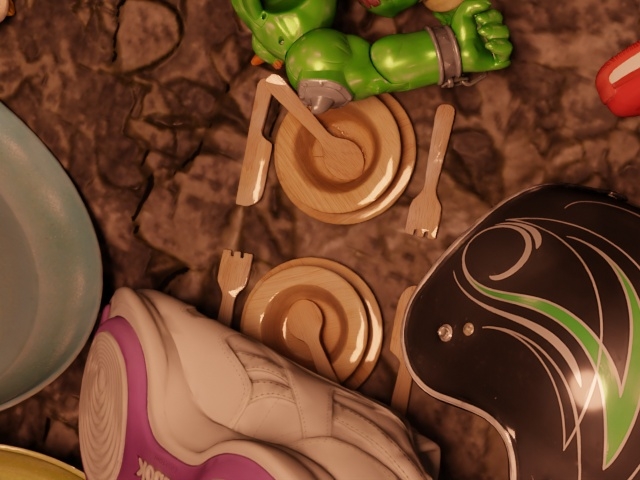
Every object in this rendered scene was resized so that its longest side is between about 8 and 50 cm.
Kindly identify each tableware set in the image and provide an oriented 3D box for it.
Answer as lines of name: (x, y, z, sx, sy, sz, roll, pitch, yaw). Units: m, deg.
tableware set: (0.000, 0.000, 0.777, 0.128, 0.039, 0.194, 10, 90, 16)

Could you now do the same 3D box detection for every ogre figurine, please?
ogre figurine: (0.004, -0.150, 0.748, 0.118, 0.097, 0.197, -31, 89, -14)

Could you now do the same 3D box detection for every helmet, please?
helmet: (0.138, 0.067, 0.673, 0.161, 0.169, 0.169, 43, 98, 30)

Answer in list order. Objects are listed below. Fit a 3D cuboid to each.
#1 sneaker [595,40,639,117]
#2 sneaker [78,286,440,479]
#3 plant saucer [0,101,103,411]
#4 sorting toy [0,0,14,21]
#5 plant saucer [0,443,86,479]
sneaker: (0.261, -0.064, 0.687, 0.221, 0.087, 0.128, -14, 87, 21)
sneaker: (-0.032, 0.116, 0.715, 0.305, 0.152, 0.114, 37, 117, 52)
plant saucer: (-0.272, -0.015, 0.730, 0.317, 0.317, 0.043, 47, 123, 13)
sorting toy: (-0.243, -0.156, 0.855, 0.075, 0.045, 0.083, -25, 83, 21)
plant saucer: (-0.201, 0.230, 0.787, 0.241, 0.037, 0.241, 0, 97, -4)
